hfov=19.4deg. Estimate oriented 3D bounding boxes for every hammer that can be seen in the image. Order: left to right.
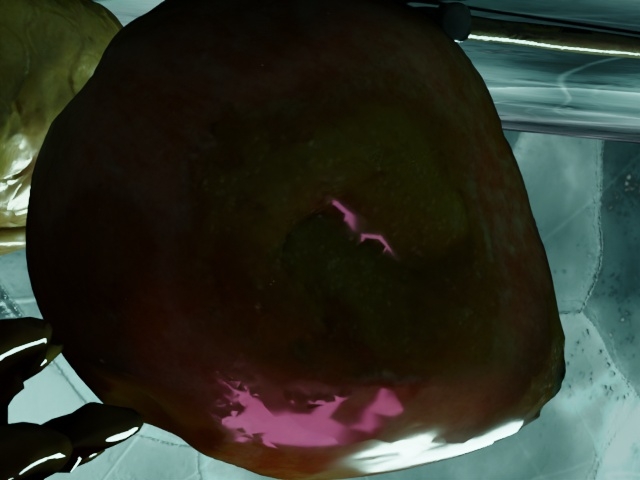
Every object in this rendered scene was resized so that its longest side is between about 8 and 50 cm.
[{"bbox_3d":[0.111,-0.095,0.883,0.182,0.017,0.062,2,-176,-34],"label":"hammer"}]

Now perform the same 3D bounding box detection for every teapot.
[{"bbox_3d":[-0.204,-0.051,0.986,0.203,0.167,0.311,4,-177,-17],"label":"teapot"}]

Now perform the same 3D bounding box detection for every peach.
[{"bbox_3d":[0.000,0.000,0.798,0.235,0.214,0.214,31,-176,2],"label":"peach"}]

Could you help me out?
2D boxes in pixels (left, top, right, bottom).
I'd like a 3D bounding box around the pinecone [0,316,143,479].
[{"bbox_3d":[-0.257,0.179,0.689,0.397,0.398,0.398,5,-178,0],"label":"pinecone"}]
